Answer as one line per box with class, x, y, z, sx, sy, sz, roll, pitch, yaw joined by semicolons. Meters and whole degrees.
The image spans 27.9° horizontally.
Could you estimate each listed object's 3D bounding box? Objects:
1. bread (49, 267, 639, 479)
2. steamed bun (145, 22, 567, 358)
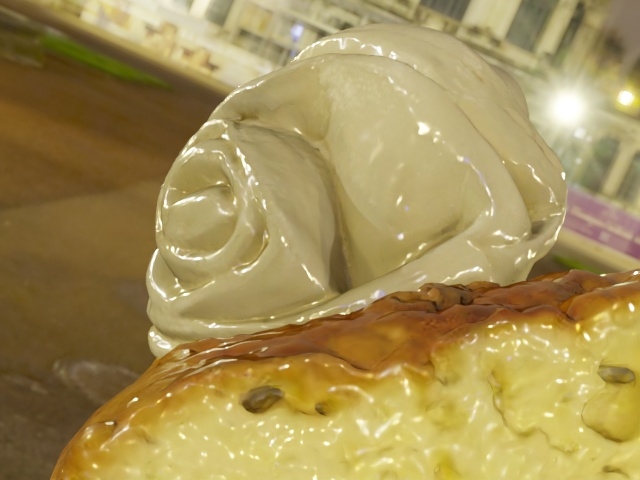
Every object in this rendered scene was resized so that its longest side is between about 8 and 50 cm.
bread;0.064;0.113;0.522;0.340;0.194;0.179;-9;-4;-16
steamed bun;0.000;0.000;1.004;0.255;0.368;0.342;23;9;-19
